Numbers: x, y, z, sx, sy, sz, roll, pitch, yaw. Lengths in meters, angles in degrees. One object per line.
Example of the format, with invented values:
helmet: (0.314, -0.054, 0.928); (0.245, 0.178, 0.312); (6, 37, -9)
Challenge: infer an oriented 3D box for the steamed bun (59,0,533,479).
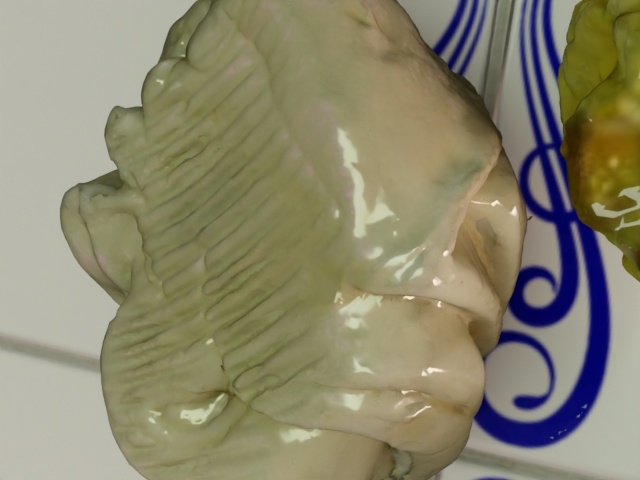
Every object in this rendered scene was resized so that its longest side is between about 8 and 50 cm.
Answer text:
steamed bun: (0.000, 0.000, 1.205); (0.339, 0.247, 0.352); (-44, 67, 37)

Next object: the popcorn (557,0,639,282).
popcorn: (0.244, -0.062, 1.095); (0.206, 0.237, 0.251); (6, 55, 13)
